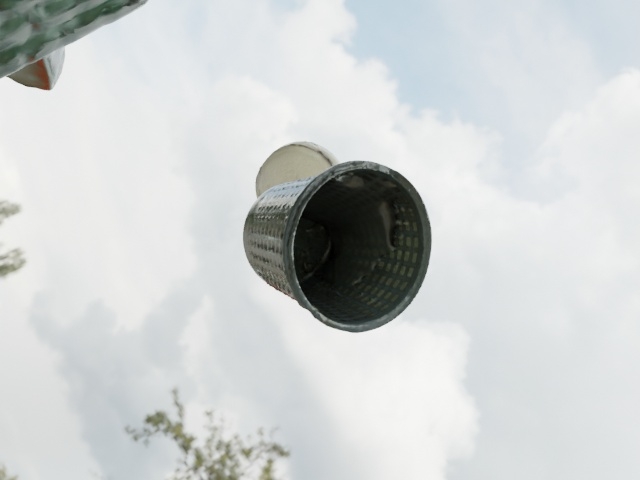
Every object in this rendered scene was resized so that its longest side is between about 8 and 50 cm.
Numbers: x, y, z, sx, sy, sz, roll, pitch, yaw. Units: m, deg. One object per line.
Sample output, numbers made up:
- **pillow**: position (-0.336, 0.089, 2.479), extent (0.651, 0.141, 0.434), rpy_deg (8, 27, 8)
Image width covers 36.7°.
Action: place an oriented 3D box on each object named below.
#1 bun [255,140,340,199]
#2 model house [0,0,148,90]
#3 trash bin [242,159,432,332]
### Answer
- **bun**: position (-0.022, -0.078, 1.430), extent (0.138, 0.094, 0.138), rpy_deg (2, -85, 17)
- **model house**: position (-0.409, -0.230, 0.885), extent (0.400, 0.445, 0.395), rpy_deg (57, -15, -6)
- **trash bin**: position (0.000, 0.000, 1.021), extent (0.161, 0.175, 0.175), rpy_deg (9, -59, 57)
